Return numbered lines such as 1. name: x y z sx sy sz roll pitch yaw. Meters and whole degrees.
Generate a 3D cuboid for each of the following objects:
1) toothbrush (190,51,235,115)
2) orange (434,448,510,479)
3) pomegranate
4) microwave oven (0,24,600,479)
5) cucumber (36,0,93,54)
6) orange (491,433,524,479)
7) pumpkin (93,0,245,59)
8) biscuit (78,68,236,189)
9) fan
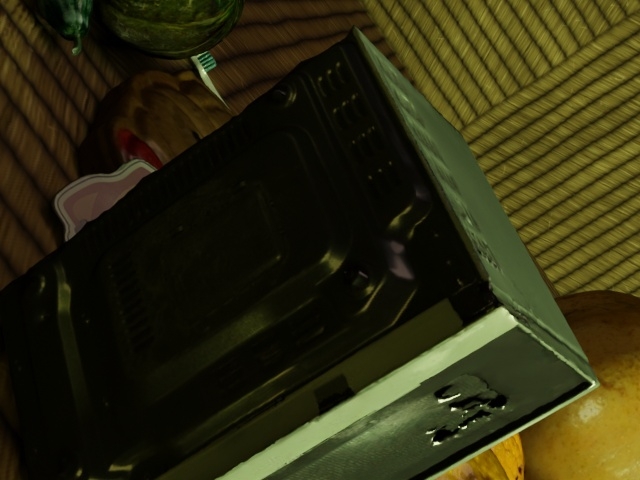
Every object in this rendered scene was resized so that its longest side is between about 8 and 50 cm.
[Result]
1. toothbrush: -0.087 -0.122 1.258 0.304 0.030 0.030 60 17 3
2. orange: 0.050 0.214 0.739 0.219 0.193 0.219 -16 90 -75
3. pomegranate: 0.378 0.251 1.241 0.416 0.417 0.416 49 18 -22
4. microwave oven: -0.030 0.055 0.605 0.181 0.295 0.237 32 29 -52
5. cucumber: -0.260 -0.266 0.985 0.056 0.056 0.250 38 22 -46
6. orange: 0.099 0.200 0.940 0.193 0.161 0.193 36 27 -21
7. pumpkin: -0.166 -0.322 1.060 0.189 0.260 0.260 10 26 -4
8. biscuit: -0.099 -0.034 0.998 0.359 0.074 0.381 59 14 15
9. fan: -0.119 -0.011 0.825 0.220 0.009 0.132 -23 87 -49
